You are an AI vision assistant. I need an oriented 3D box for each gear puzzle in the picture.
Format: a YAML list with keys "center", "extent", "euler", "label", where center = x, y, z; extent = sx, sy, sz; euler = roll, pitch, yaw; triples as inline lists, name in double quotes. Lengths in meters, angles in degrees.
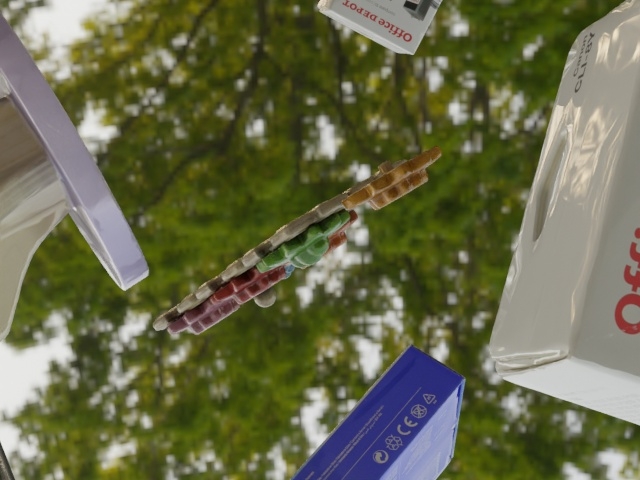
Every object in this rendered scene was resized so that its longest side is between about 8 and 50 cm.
- center: [0.000, 0.000, 1.277]
  extent: [0.175, 0.339, 0.044]
  euler: [-30, -93, -41]
  label: "gear puzzle"

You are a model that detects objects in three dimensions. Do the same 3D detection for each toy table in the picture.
- center: [-0.278, -0.045, 1.259]
  extent: [0.161, 0.274, 0.252]
  euler: [-31, -167, -12]
  label: "toy table"

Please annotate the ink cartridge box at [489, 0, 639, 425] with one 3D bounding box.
- center: [0.348, 0.017, 1.051]
  extent: [0.385, 0.160, 0.279]
  euler: [18, -102, -8]
  label: "ink cartridge box"

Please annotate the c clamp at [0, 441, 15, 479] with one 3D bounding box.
- center: [-0.384, 0.261, 1.683]
  extent: [0.022, 0.160, 0.137]
  euler: [-14, 172, -38]
  label: "c clamp"

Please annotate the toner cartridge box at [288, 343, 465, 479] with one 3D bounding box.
- center: [0.016, 0.280, 1.524]
  extent: [0.075, 0.165, 0.348]
  euler: [32, -123, 21]
  label: "toner cartridge box"

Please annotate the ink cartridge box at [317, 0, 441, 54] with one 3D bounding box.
- center: [0.073, -0.258, 1.429]
  extent: [0.099, 0.135, 0.056]
  euler: [25, -175, -15]
  label: "ink cartridge box"
